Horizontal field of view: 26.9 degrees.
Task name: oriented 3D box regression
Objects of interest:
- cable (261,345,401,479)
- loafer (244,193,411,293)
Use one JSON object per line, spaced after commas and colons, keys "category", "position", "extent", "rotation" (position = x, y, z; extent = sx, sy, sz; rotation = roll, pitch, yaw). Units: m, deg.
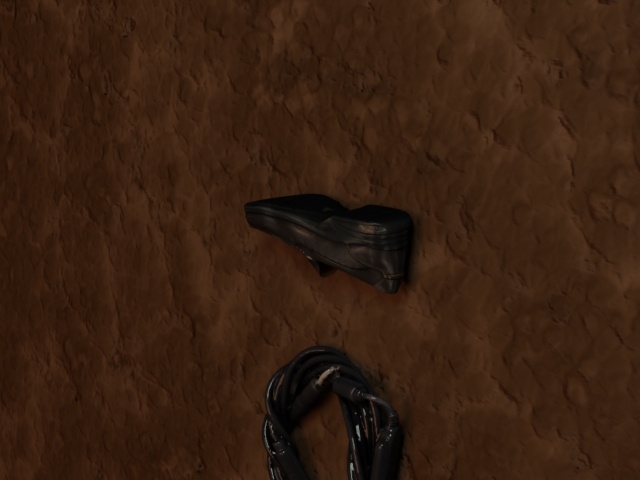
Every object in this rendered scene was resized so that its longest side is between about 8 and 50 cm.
{"category": "cable", "position": [-0.001, 0.183, 1.099], "extent": [0.150, 0.047, 0.185], "rotation": [26, 116, 43]}
{"category": "loafer", "position": [0.000, 0.000, 1.060], "extent": [0.170, 0.062, 0.061], "rotation": [15, 112, 48]}
